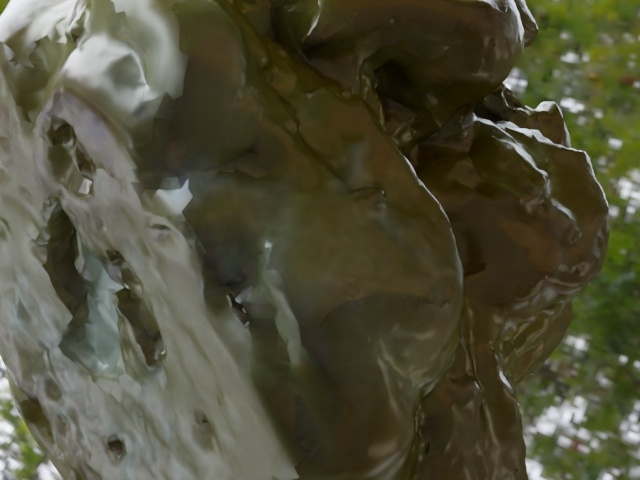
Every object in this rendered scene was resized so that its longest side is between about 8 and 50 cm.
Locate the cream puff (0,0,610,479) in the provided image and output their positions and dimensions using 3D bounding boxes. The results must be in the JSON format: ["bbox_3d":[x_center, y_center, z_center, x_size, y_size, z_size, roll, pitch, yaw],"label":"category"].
[{"bbox_3d":[0.001,0.002,0.740,0.257,0.291,0.324,-27,-100,-28],"label":"cream puff"}]
